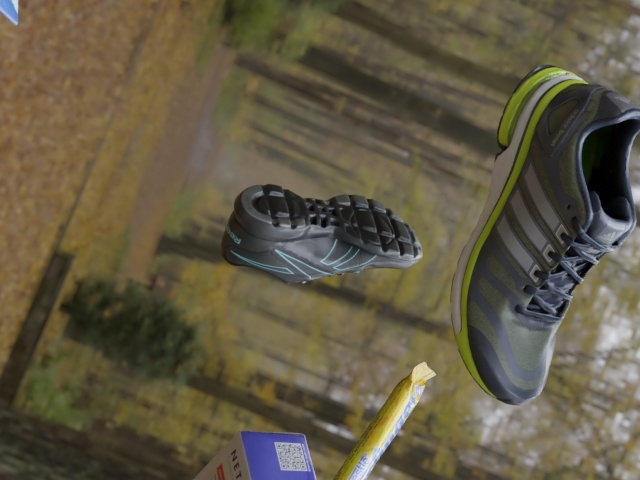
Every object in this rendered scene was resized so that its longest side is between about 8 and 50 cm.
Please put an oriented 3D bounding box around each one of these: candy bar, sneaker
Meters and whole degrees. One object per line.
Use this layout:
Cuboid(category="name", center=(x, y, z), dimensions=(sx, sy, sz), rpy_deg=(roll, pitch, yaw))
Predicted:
Cuboid(category="candy bar", center=(0.032, 0.156, 1.014), dimensions=(0.161, 0.018, 0.040), rpy_deg=(-57, 158, -3))
Cuboid(category="sneaker", center=(0.200, 0.000, 1.227), dimensions=(0.121, 0.111, 0.300), rpy_deg=(19, -80, 53))
Cuboid(category="sneaker", center=(0.000, 0.000, 1.773), dimensions=(0.106, 0.267, 0.101), rpy_deg=(-59, -149, 35))

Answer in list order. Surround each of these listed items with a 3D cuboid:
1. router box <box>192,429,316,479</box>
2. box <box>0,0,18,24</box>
Cuboid(category="router box", center=(-0.085, 0.414, 1.458), dimensions=(0.301, 0.082, 0.335), rpy_deg=(-48, -135, 40))
Cuboid(category="box", center=(-0.169, -0.221, 0.788), dimensions=(0.109, 0.042, 0.178), rpy_deg=(53, 34, -78))
